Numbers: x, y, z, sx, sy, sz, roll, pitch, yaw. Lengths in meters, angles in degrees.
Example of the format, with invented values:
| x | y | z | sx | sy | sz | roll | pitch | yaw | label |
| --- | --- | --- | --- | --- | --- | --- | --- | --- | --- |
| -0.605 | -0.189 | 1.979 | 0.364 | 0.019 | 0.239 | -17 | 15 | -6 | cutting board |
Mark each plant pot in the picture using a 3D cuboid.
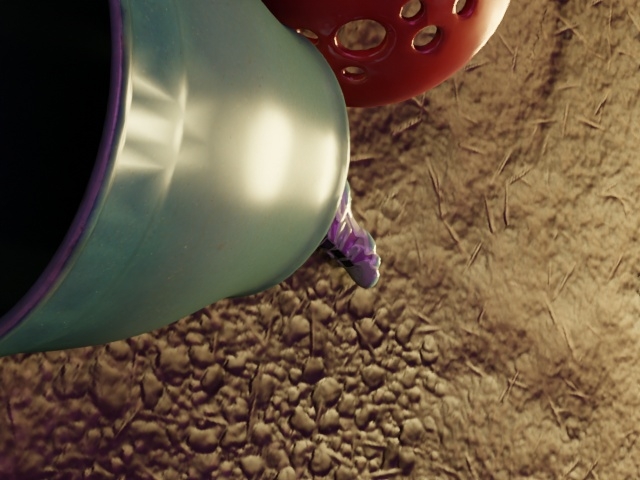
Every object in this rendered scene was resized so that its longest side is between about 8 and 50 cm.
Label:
| x | y | z | sx | sy | sz | roll | pitch | yaw | label |
| --- | --- | --- | --- | --- | --- | --- | --- | --- | --- |
| 0.015 | -0.211 | 0.890 | 0.174 | 0.191 | 0.191 | 46 | 58 | -50 | plant pot |
| -0.126 | -0.061 | 0.759 | 0.255 | 0.271 | 0.272 | 9 | 81 | -55 | plant pot |

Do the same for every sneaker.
| x | y | z | sx | sy | sz | roll | pitch | yaw | label |
| --- | --- | --- | --- | --- | --- | --- | --- | --- | --- |
| 0.000 | 0.000 | 0.991 | 0.069 | 0.038 | 0.098 | -28 | 95 | -36 | sneaker |
